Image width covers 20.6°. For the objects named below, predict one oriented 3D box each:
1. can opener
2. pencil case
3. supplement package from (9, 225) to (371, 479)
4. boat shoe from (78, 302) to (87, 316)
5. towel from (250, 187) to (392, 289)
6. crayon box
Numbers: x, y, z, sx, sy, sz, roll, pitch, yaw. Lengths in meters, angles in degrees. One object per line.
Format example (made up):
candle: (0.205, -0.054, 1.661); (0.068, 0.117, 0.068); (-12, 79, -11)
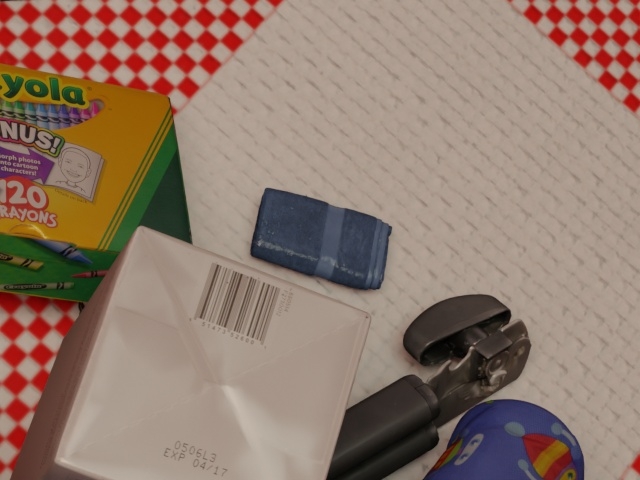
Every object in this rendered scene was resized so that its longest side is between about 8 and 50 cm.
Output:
can opener: (0.055, 0.135, 1.462); (0.283, 0.076, 0.095); (-27, 50, -24)
pencil case: (0.090, 0.246, 1.362); (0.306, 0.133, 0.119); (-43, 113, -42)
supplement package: (-0.109, 0.137, 1.269); (0.177, 0.293, 0.175); (21, 66, -11)
boat shoe: (-0.135, 0.058, 1.430); (0.125, 0.038, 0.046); (0, 41, -22)
towel: (0.000, 0.000, 1.499); (0.119, 0.029, 0.067); (17, 67, -13)
crayon box: (-0.245, -0.049, 1.355); (0.278, 0.081, 0.165); (8, 53, -28)
